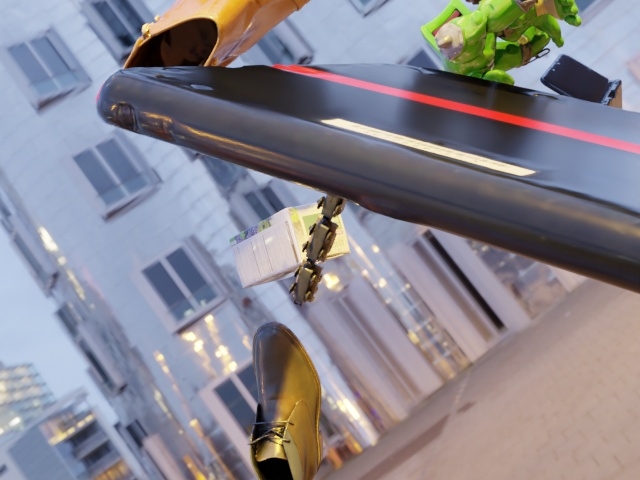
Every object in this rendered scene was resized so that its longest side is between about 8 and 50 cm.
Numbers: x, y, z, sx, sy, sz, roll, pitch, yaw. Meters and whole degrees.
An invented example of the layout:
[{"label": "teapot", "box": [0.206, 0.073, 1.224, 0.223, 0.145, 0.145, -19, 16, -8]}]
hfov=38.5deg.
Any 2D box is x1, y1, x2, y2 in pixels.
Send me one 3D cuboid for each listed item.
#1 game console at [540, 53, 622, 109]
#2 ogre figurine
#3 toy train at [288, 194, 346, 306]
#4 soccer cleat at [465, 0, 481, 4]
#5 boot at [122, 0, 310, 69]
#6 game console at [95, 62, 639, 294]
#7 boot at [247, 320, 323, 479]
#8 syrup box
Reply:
[{"label": "game console", "box": [0.296, -0.146, 1.033, 0.071, 0.107, 0.122, 3, 26, 26]}, {"label": "ogre figurine", "box": [0.161, -0.187, 0.832, 0.118, 0.097, 0.197, -30, 10, 7]}, {"label": "toy train", "box": [0.000, 0.000, 0.916, 0.036, 0.027, 0.158, -45, -22, -56]}, {"label": "soccer cleat", "box": [0.187, -0.380, 1.166, 0.093, 0.121, 0.289, -7, 1, 22]}, {"label": "boot", "box": [-0.060, -0.239, 0.866, 0.295, 0.104, 0.211, -38, 15, 28]}, {"label": "game console", "box": [0.120, -0.041, 0.531, 0.342, 0.386, 0.060, -17, -60, -54]}, {"label": "boot", "box": [-0.043, 0.212, 1.097, 0.082, 0.219, 0.106, -9, 19, 13]}, {"label": "syrup box", "box": [-0.056, 0.008, 1.528, 0.093, 0.096, 0.237, -13, -7, -31]}]
